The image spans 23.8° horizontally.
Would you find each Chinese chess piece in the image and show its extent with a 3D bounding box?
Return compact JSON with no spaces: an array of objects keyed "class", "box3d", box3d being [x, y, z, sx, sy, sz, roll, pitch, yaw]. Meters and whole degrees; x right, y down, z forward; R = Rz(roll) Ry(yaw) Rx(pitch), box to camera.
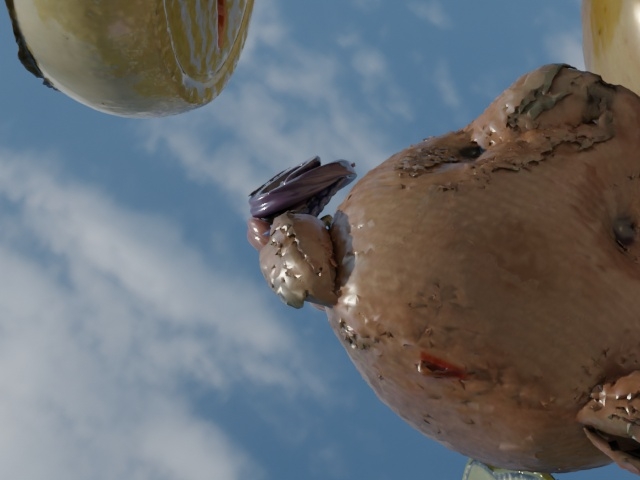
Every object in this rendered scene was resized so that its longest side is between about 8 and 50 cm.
[{"class":"Chinese chess piece","box3d":[-0.153,-0.275,1.320,0.140,0.338,0.338,8,-130,14]}]

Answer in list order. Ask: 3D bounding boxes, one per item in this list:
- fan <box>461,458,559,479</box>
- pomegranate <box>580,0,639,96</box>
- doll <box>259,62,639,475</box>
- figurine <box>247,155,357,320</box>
[{"class":"fan","box3d":[0.143,0.303,1.048,0.011,0.229,0.335,4,-122,-29]},{"class":"pomegranate","box3d":[0.324,-0.114,0.863,0.338,0.338,0.338,15,-125,-21]},{"class":"doll","box3d":[0.114,-0.015,0.696,0.201,0.156,0.303,25,-153,13]},{"class":"figurine","box3d":[-0.010,-0.001,1.410,0.126,0.114,0.157,-61,-40,-63]}]
